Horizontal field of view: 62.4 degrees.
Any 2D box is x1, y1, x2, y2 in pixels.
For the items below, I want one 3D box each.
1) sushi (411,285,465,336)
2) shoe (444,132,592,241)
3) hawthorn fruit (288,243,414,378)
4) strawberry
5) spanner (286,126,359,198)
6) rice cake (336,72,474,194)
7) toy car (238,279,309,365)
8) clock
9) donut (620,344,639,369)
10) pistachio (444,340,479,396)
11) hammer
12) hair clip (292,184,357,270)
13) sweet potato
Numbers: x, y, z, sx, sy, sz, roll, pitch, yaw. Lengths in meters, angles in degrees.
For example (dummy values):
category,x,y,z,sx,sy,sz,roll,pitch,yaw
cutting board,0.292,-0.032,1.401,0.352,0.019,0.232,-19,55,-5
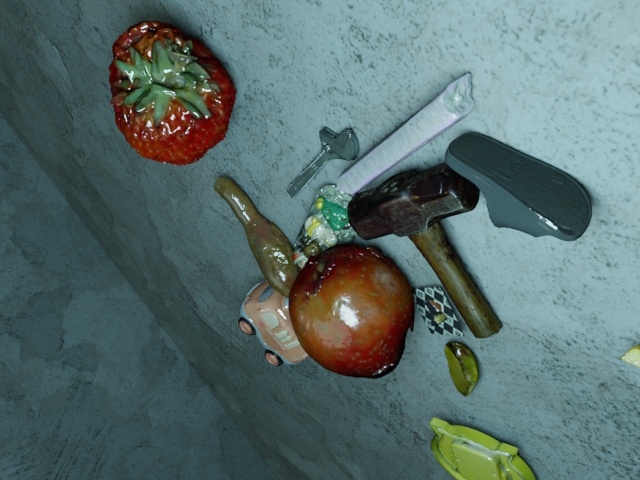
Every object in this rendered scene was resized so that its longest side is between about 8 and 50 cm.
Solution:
category,x,y,z,sx,sy,sz,roll,pitch,yaw
sushi,0.262,0.151,1.172,0.126,0.026,0.120,61,154,-8
shoe,0.296,-0.072,0.820,0.241,0.108,0.093,40,150,26
hawthorn fruit,0.074,0.162,1.178,0.315,0.316,0.316,31,145,25
strawberry,-0.320,-0.317,1.198,0.351,0.267,0.312,65,-173,-81
spanner,-0.006,-0.163,1.162,0.093,0.026,0.325,49,150,-3
rice cake,0.140,-0.170,0.936,0.056,0.072,0.365,51,147,-5
toy car,-0.094,0.231,1.565,0.271,0.180,0.212,51,138,-7
clock,0.430,0.583,1.396,0.276,0.071,0.294,14,136,36
donut,0.543,0.200,0.853,0.083,0.067,0.038,-118,30,-53
pistachio,0.335,0.295,1.220,0.089,0.049,0.173,45,159,53
hammer,0.241,0.047,1.011,0.242,0.095,0.409,-13,120,43
hair clip,-0.001,0.001,1.267,0.138,0.091,0.321,40,149,8
sweet potato,-0.158,-0.010,1.442,0.386,0.109,0.109,59,149,5
